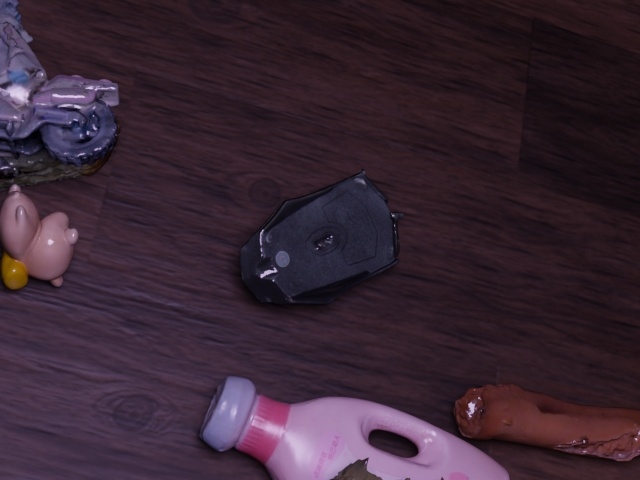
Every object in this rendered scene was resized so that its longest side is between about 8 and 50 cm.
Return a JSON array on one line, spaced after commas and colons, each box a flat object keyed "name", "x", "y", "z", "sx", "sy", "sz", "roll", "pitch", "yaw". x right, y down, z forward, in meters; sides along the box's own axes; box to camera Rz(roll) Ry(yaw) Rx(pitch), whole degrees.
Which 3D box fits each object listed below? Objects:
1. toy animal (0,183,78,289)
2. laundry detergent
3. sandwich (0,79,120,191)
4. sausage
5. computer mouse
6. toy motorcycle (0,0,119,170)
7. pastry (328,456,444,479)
[{"name": "toy animal", "x": -0.294, "y": -0.007, "z": 1.181, "sx": 0.082, "sy": 0.114, "sz": 0.091, "roll": 5, "pitch": 37, "yaw": -5}, {"name": "laundry detergent", "x": 0.035, "y": 0.243, "z": 1.205, "sx": 0.335, "sy": 0.088, "sz": 0.159, "roll": 26, "pitch": 65, "yaw": -7}, {"name": "sandwich", "x": -0.391, "y": -0.103, "z": 1.184, "sx": 0.288, "sy": 0.099, "sz": 0.254, "roll": 31, "pitch": 57, "yaw": -6}, {"name": "sausage", "x": 0.294, "y": 0.214, "z": 1.310, "sx": 0.304, "sy": 0.078, "sz": 0.078, "roll": 10, "pitch": 68, "yaw": -18}, {"name": "computer mouse", "x": 0.000, "y": 0.003, "z": 1.293, "sx": 0.231, "sy": 0.071, "sz": 0.126, "roll": -27, "pitch": 94, "yaw": -33}, {"name": "toy motorcycle", "x": -0.315, "y": -0.174, "z": 1.126, "sx": 0.239, "sy": 0.108, "sz": 0.204, "roll": 15, "pitch": 60, "yaw": -15}, {"name": "pastry", "x": 0.042, "y": 0.390, "z": 1.091, "sx": 0.329, "sy": 0.136, "sz": 0.330, "roll": 0, "pitch": 91, "yaw": -8}]
